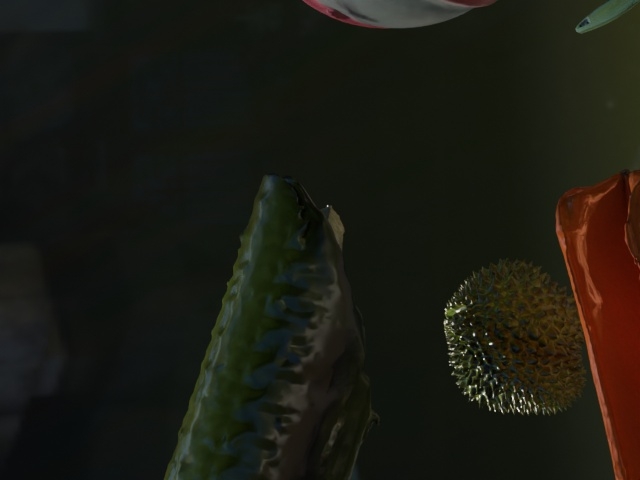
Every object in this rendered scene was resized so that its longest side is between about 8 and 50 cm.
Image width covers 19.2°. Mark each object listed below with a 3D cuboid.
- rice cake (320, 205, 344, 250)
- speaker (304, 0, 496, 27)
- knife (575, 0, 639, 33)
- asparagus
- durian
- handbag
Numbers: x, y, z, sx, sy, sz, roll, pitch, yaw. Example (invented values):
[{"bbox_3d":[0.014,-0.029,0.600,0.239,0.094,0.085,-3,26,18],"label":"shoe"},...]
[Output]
[{"bbox_3d":[0.000,0.000,1.795,0.034,0.043,0.211,60,-173,-7],"label":"rice cake"},{"bbox_3d":[0.081,-0.337,1.802,0.294,0.294,0.294,176,90,-66],"label":"speaker"},{"bbox_3d":[0.347,-0.272,1.996,0.207,0.014,0.030,-30,74,38],"label":"knife"},{"bbox_3d":[-0.041,0.154,1.191,0.108,0.128,0.382,-165,93,-80],"label":"asparagus"},{"bbox_3d":[0.225,0.118,2.119,0.146,0.159,0.198,-6,120,47],"label":"durian"},{"bbox_3d":[0.386,0.128,1.794,0.116,0.303,0.410,-22,76,43],"label":"handbag"}]
